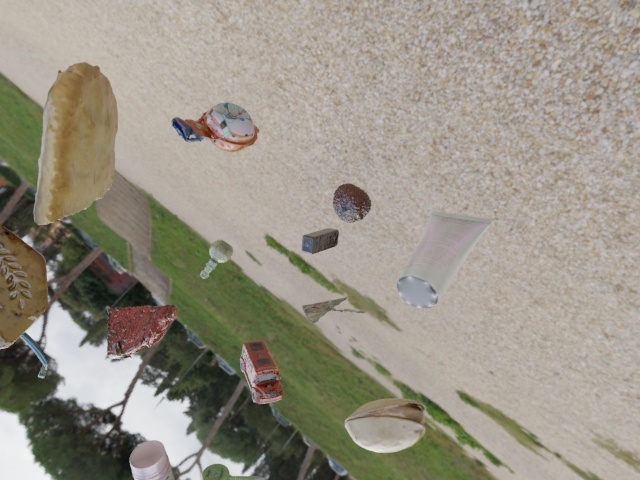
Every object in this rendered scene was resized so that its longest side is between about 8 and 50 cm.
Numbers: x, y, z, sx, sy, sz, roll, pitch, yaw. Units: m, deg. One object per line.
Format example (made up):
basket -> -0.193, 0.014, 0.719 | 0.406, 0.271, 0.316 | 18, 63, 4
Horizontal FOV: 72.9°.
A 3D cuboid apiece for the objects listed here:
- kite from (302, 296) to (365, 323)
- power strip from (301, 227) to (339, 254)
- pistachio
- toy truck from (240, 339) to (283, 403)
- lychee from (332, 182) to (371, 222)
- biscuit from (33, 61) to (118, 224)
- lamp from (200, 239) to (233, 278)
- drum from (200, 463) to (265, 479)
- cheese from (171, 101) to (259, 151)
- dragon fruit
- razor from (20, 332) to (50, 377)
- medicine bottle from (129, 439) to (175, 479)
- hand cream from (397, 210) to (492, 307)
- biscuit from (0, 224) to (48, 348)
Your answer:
kite -> 0.037, 0.238, 1.477 | 0.250, 0.229, 0.012 | -1, 106, 33
power strip -> 0.000, 0.000, 0.875 | 0.029, 0.037, 0.111 | 13, -166, 27
pistachio -> 0.212, 0.606, 1.431 | 0.293, 0.162, 0.181 | -21, 128, 35
toy truck -> -0.220, 0.485, 1.610 | 0.108, 0.114, 0.253 | -1, -157, -25
lychee -> 0.098, -0.122, 1.384 | 0.123, 0.123, 0.129 | 157, 97, -75
biscuit -> -0.692, -0.289, 1.286 | 0.104, 0.445, 0.429 | 11, -171, -7
lamp -> -0.407, 0.076, 1.665 | 0.091, 0.163, 0.091 | 36, 176, 3
drum -> -0.360, 0.963, 1.773 | 0.253, 0.049, 0.130 | 1, -166, -15
cheese -> -0.352, -0.389, 1.505 | 0.217, 0.329, 0.129 | 47, 129, 21
dragon fruit -> -0.783, 0.364, 1.887 | 0.240, 0.330, 0.302 | 61, -174, -31
razor -> -0.920, 0.353, 1.394 | 0.068, 0.037, 0.191 | -115, 14, -57
medicine bottle -> -0.624, 0.887, 1.628 | 0.133, 0.133, 0.249 | 24, 125, 47
hand cream -> 0.338, 0.035, 1.227 | 0.186, 0.358, 0.118 | 11, 135, 35
biscuit -> -0.905, 0.127, 1.123 | 0.359, 0.359, 0.046 | 46, 151, -23
